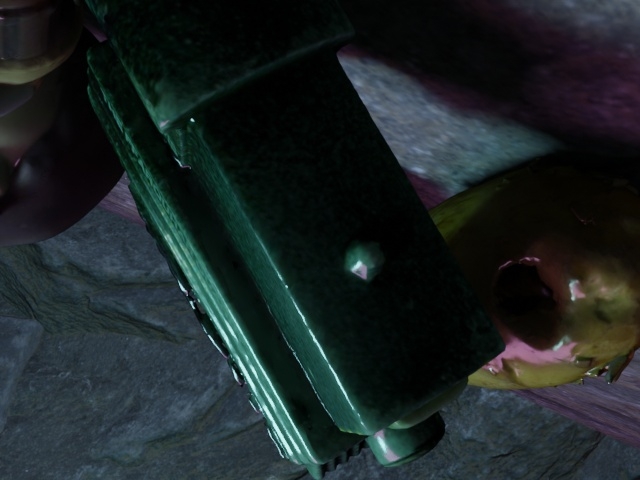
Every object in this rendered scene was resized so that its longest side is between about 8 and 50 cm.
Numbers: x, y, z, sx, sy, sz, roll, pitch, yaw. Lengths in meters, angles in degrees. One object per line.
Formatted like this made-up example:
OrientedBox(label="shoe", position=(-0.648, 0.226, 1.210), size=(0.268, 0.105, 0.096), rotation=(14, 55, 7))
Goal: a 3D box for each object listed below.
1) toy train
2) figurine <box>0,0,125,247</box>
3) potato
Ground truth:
OrientedBox(label="toy train", position=(-0.021, -0.021, 0.430), size=(0.330, 0.138, 0.178), rotation=(60, 166, 6))
OrientedBox(label="figurine", position=(-0.254, -0.121, 0.565), size=(0.206, 0.218, 0.365), rotation=(-17, 168, -11))
OrientedBox(label="potato", position=(0.133, 0.030, 0.575), size=(0.140, 0.173, 0.300), rotation=(48, 167, -10))
